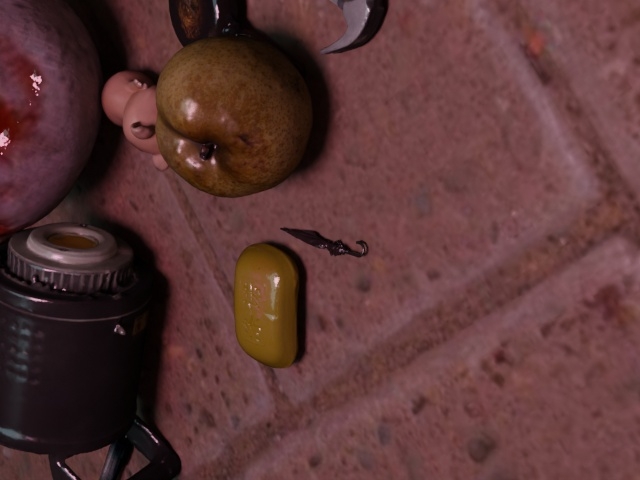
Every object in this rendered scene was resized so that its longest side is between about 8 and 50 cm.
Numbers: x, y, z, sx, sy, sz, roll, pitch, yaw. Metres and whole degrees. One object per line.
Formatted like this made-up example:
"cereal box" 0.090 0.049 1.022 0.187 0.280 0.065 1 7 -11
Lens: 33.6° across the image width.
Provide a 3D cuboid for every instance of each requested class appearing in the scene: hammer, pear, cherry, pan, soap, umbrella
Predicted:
"hammer" -0.031 -0.269 1.045 0.246 0.029 0.103 40 126 31
"pear" -0.089 -0.120 1.053 0.167 0.136 0.167 11 138 10
"cherry" -0.405 -0.180 1.251 0.326 0.291 0.335 -54 31 42
"pan" -0.096 -0.221 1.112 0.212 0.040 0.115 42 133 29
"soap" -0.059 0.072 1.156 0.089 0.045 0.140 14 111 38
"umbrella" 0.000 0.003 1.100 0.122 0.013 0.022 12 98 43

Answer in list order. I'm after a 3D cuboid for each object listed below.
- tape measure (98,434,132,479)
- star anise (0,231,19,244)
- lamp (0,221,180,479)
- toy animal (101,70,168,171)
"tape measure" -0.378 0.411 1.446 0.098 0.215 0.351 46 129 24
"star anise" -0.521 0.008 1.559 0.236 0.093 0.229 52 131 19
"lamp" -0.308 0.121 1.298 0.374 0.205 0.272 37 118 14
"toy animal" -0.204 -0.145 1.213 0.089 0.083 0.150 -56 43 15
